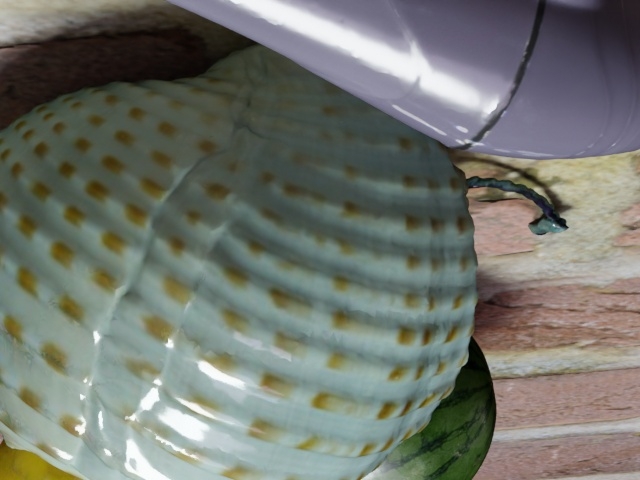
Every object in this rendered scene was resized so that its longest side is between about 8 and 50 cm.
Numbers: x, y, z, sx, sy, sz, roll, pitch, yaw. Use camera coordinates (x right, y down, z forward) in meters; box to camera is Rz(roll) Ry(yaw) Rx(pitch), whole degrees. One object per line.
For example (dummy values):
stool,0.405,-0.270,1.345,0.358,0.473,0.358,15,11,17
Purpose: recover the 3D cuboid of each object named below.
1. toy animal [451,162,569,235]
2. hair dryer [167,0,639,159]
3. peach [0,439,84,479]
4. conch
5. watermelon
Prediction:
toy animal,0.074,-0.027,0.993,0.252,0.070,0.079,-2,-168,-31
hair dryer,0.085,-0.184,0.646,0.301,0.121,0.361,16,140,-18
peach,-0.189,0.233,1.402,0.251,0.153,0.251,1,139,1
conch,-0.078,0.034,0.847,0.303,0.215,0.319,43,131,5
watermelon,0.030,0.134,1.162,0.214,0.188,0.188,-16,152,12
